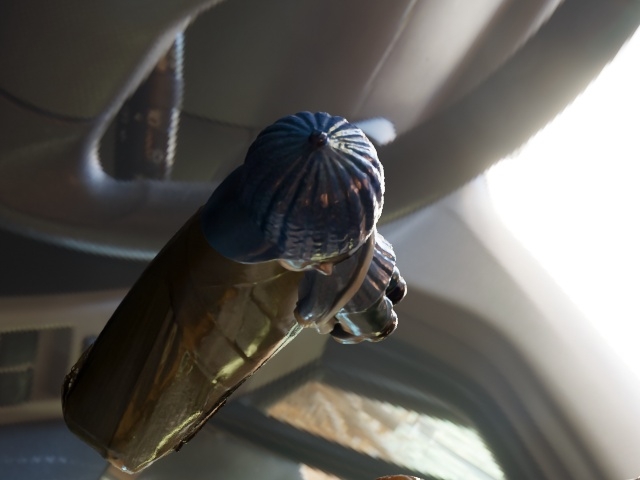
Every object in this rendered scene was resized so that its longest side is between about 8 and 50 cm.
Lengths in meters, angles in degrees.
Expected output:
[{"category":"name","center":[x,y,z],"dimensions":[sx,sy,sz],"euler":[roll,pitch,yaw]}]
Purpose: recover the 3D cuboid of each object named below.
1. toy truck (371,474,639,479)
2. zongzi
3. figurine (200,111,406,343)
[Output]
[{"category":"toy truck","center":[0.045,0.186,0.367],"dimensions":[0.288,0.211,0.204],"euler":[-3,170,-38]},{"category":"zongzi","center":[-0.104,0.058,0.830],"dimensions":[0.260,0.123,0.289],"euler":[-44,170,-7]},{"category":"figurine","center":[0.008,0.000,0.523],"dimensions":[0.136,0.079,0.077],"euler":[47,50,-39]}]
